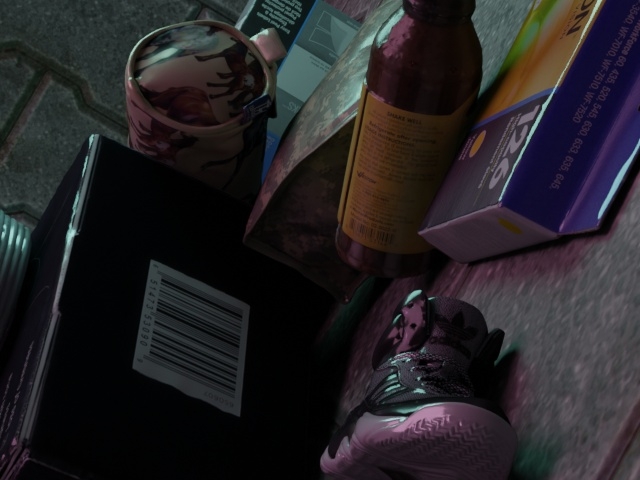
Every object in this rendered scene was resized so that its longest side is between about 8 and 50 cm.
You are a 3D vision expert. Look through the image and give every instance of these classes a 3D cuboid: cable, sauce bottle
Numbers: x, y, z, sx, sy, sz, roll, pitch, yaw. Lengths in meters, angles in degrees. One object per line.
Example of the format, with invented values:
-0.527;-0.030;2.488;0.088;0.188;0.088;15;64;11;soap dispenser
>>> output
-0.386;0.083;1.641;0.257;0.089;0.257;-65;16;-2;cable
0.091;-0.129;1.445;0.111;0.111;0.344;-75;-3;-57;sauce bottle

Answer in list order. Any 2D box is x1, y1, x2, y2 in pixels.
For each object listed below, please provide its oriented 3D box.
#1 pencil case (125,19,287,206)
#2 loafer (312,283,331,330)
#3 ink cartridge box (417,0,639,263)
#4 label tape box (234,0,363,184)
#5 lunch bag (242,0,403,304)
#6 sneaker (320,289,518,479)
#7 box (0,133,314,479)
-0.134;-0.074;1.836;0.410;0.184;0.160;96;159;-55;pencil case
-0.019;0.051;1.864;0.095;0.109;0.302;15;81;64;loafer
0.212;-0.134;1.297;0.303;0.072;0.307;-61;7;-12;ink cartridge box
-0.058;-0.198;2.329;0.333;0.241;0.106;-63;12;-13;label tape box
0.066;-0.118;1.668;0.287;0.169;0.235;-53;12;35;lunch bag
0.083;0.106;1.117;0.153;0.101;0.268;-66;9;-18;sneaker
-0.244;0.237;1.645;0.472;0.297;0.480;-51;22;34;box
